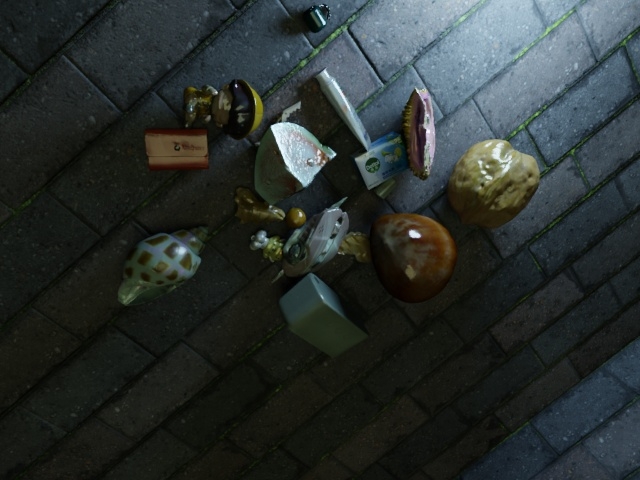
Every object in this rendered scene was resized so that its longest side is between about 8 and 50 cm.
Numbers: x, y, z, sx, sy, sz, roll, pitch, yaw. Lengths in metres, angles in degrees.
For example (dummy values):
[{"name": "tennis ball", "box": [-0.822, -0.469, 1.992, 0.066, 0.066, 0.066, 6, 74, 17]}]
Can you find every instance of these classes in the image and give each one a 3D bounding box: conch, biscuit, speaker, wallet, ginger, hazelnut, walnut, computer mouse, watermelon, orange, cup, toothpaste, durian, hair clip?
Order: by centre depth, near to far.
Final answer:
[{"name": "speaker", "box": [-0.004, -0.735, 1.498, 0.095, 0.060, 0.075, -38, 117, 3]}, {"name": "wallet", "box": [-0.486, -0.310, 1.562, 0.205, 0.045, 0.142, -3, 113, -13]}, {"name": "watermelon", "box": [-0.092, -0.273, 1.566, 0.320, 0.213, 0.289, -28, 136, -6]}, {"name": "hair clip", "box": [-0.150, -0.406, 1.613, 0.072, 0.034, 0.225, 29, 102, -22]}, {"name": "toothpaste", "box": [0.090, -0.461, 1.627, 0.066, 0.100, 0.323, -26, 117, 27]}, {"name": "conch", "box": [-0.554, 0.082, 1.630, 0.369, 0.197, 0.249, -18, 152, -11]}, {"name": "durian", "box": [0.357, -0.389, 1.680, 0.113, 0.191, 0.340, -3, 109, 20]}, {"name": "ginger", "box": [-0.236, -0.107, 1.691, 0.206, 0.081, 0.115, 28, 71, -15]}, {"name": "orange", "box": [-0.094, -0.083, 1.739, 0.085, 0.085, 0.084, -5, 113, -12]}, {"name": "computer mouse", "box": [0.002, 0.005, 1.743, 0.389, 0.115, 0.200, -51, 140, 13]}, {"name": "hazelnut", "box": [0.344, 0.056, 1.746, 0.367, 0.365, 0.365, -5, 113, -12]}, {"name": "walnut", "box": [0.649, -0.206, 1.761, 0.306, 0.306, 0.343, 26, 102, -22]}, {"name": "cup", "box": [0.249, -0.212, 1.793, 0.083, 0.075, 0.054, -44, 152, 2]}, {"name": "speaker", "box": [0.015, 0.312, 1.830, 0.184, 0.183, 0.406, -38, 135, 7]}, {"name": "biscuit", "box": [0.149, 0.020, 1.853, 0.183, 0.061, 0.118, 24, 103, -24]}]

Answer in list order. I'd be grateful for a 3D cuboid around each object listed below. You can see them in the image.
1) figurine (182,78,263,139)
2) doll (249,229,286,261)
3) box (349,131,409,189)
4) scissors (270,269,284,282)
[{"name": "figurine", "box": [-0.315, -0.434, 1.486, 0.257, 0.167, 0.192, 9, 131, -19]}, {"name": "doll", "box": [-0.198, 0.021, 1.764, 0.163, 0.062, 0.106, 28, 98, -22]}, {"name": "box", "box": [0.230, -0.302, 1.730, 0.194, 0.073, 0.139, -29, 116, -1]}, {"name": "scissors", "box": [-0.157, 0.128, 1.845, 0.119, 0.014, 0.058, -42, 111, 2]}]
